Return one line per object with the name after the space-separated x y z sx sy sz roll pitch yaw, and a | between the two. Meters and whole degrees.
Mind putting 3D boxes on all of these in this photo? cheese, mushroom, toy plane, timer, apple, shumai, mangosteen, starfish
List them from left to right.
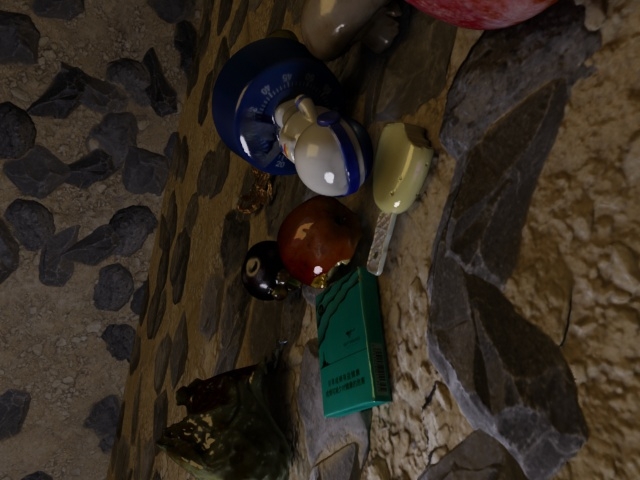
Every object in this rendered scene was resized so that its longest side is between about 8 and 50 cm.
-0.160 0.384 1.087 0.330 0.292 0.288 -11 35 54 | shumai
-0.162 -0.146 1.417 0.210 0.053 0.150 -50 52 37 | starfish
-0.101 0.074 1.144 0.151 0.137 0.137 23 104 27 | mangosteen
-0.101 0.259 1.167 0.078 0.024 0.084 -97 27 -65 | toy plane
-0.027 -0.204 0.963 0.383 0.270 0.270 50 125 48 | timer
-0.005 -0.006 0.946 0.158 0.147 0.156 -67 -4 39 | apple
0.065 -0.428 0.954 0.226 0.178 0.226 -40 19 17 | mushroom
0.119 -0.068 0.838 0.127 0.050 0.255 22 101 62 | cheese

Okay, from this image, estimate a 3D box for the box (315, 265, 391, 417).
0.050 0.178 0.890 0.161 0.042 0.226 -40 47 49 | box

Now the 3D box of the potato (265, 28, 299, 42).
-0.126 -0.392 1.324 0.176 0.141 0.298 41 111 44 | potato

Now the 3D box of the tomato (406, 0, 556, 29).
0.224 -0.352 0.618 0.309 0.170 0.309 -42 12 11 | tomato
